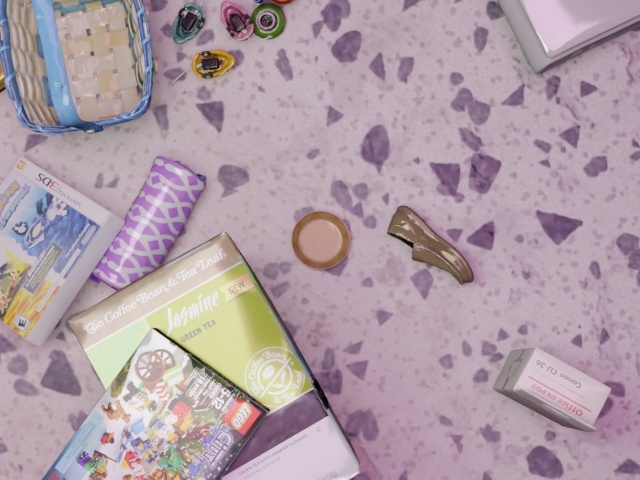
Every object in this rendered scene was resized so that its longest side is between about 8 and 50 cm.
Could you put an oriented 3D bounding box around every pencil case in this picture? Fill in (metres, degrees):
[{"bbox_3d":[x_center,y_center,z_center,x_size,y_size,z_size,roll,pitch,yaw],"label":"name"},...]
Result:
[{"bbox_3d":[-0.241,-0.022,1.616,0.088,0.086,0.206,24,80,35],"label":"pencil case"}]

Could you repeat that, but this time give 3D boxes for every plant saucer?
[{"bbox_3d":[0.000,0.000,1.653,0.083,0.015,0.083,0,84,-3],"label":"plant saucer"}]

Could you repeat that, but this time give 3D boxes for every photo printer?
[{"bbox_3d":[0.351,-0.426,1.663,0.256,0.107,0.307,-25,85,-4],"label":"photo printer"}]

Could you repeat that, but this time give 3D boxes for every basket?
[{"bbox_3d":[-0.325,-0.263,1.531,0.201,0.289,0.255,-11,89,5],"label":"basket"}]

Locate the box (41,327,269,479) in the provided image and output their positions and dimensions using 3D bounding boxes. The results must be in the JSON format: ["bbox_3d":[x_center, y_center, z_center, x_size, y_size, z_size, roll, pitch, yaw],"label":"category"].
[{"bbox_3d":[-0.186,0.235,1.280,0.159,0.044,0.233,35,86,4],"label":"box"}]

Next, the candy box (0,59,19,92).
[{"bbox_3d":[-0.522,-0.276,1.647,0.109,0.053,0.186,-37,88,-5],"label":"candy box"}]

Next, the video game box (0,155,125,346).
[{"bbox_3d":[-0.394,0.010,1.589,0.187,0.048,0.205,29,83,29],"label":"video game box"}]

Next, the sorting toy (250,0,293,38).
[{"bbox_3d":[-0.071,-0.338,1.661,0.061,0.042,0.102,24,99,-1],"label":"sorting toy"}]

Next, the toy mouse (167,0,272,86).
[{"bbox_3d":[-0.152,-0.303,1.667,0.161,0.031,0.143,-12,86,7],"label":"toy mouse"}]

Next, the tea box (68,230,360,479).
[{"bbox_3d":[-0.123,0.189,1.472,0.220,0.329,0.323,-31,86,-4],"label":"tea box"}]

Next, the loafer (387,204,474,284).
[{"bbox_3d":[0.152,0.015,1.640,0.148,0.056,0.050,43,85,13],"label":"loafer"}]

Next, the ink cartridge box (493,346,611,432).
[{"bbox_3d":[0.309,0.197,1.551,0.115,0.198,0.067,28,84,1],"label":"ink cartridge box"}]
